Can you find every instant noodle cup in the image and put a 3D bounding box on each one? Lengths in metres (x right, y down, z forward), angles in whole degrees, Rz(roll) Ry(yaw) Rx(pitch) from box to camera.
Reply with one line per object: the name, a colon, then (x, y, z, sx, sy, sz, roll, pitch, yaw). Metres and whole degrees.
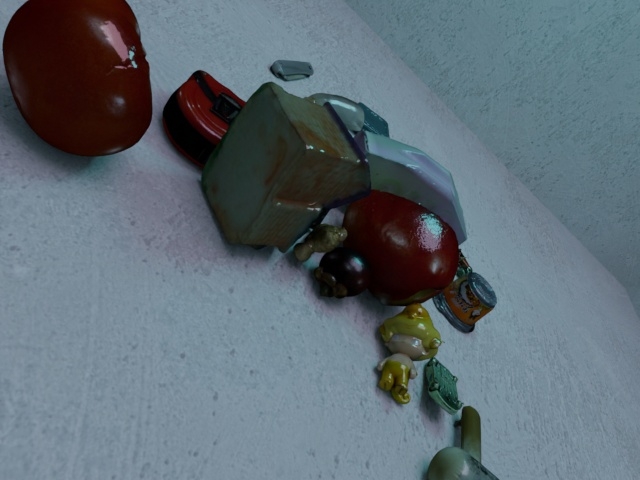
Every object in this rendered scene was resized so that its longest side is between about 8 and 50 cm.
instant noodle cup: (0.188, -0.440, 2.031, 0.157, 0.070, 0.179, 33, 34, -21)
instant noodle cup: (0.459, 0.178, 1.618, 0.208, 0.125, 0.177, -3, 58, -52)

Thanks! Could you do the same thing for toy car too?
toy car: (0.289, 0.355, 1.276, 0.093, 0.058, 0.186, 43, 19, -7)
toy car: (0.480, 0.063, 1.845, 0.073, 0.054, 0.143, -6, 59, -53)

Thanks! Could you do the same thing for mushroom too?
mushroom: (0.034, -0.464, 1.850, 0.270, 0.103, 0.118, 5, 44, -35)

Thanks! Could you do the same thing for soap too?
soap: (0.245, -0.131, 1.569, 0.446, 0.261, 0.156, 34, 37, -24)

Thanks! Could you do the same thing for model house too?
model house: (-0.054, -0.138, 1.156, 0.280, 0.312, 0.245, 3, 47, -48)

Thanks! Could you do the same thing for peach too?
peach: (0.197, 0.002, 1.365, 0.281, 0.281, 0.338, 11, 47, -45)

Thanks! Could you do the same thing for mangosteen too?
mangosteen: (0.047, 0.083, 1.231, 0.140, 0.140, 0.140, 32, 34, -25)

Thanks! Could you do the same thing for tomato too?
tomato: (-0.426, -0.296, 0.935, 0.227, 0.298, 0.298, -13, 60, -19)

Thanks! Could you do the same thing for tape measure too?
tape measure: (-0.245, -0.274, 1.261, 0.253, 0.114, 0.260, 34, 34, -21)

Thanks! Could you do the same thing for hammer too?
hammer: (0.331, 0.473, 1.160, 0.202, 0.113, 0.305, 46, 26, -10)

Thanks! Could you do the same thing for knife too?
knife: (-0.096, -0.618, 1.910, 0.073, 0.041, 0.265, 59, 31, -3)

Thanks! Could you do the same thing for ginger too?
ginger: (0.009, -0.006, 1.251, 0.058, 0.133, 0.214, 60, 22, -6)

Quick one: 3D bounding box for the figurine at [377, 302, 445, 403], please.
figurine: (0.204, 0.254, 1.235, 0.157, 0.131, 0.246, 14, 42, 21)

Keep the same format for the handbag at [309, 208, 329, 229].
handbag: (-0.042, -0.110, 1.357, 0.072, 0.115, 0.139, 9, 30, -46)
